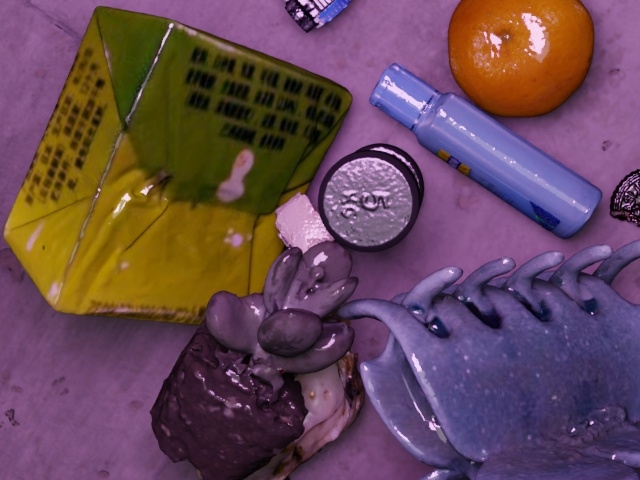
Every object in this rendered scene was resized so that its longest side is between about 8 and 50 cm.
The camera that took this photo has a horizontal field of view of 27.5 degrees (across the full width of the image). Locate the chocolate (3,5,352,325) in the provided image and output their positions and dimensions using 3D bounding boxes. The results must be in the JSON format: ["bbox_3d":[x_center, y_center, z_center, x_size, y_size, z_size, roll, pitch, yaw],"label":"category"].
[{"bbox_3d":[-0.145,-0.070,1.318,0.137,0.300,0.289,30,100,35],"label":"chocolate"}]

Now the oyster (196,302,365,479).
[{"bbox_3d":[-0.050,0.163,1.440,0.166,0.094,0.294,45,117,-3],"label":"oyster"}]

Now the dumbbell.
[{"bbox_3d":[0.056,-0.047,1.343,0.100,0.191,0.100,1,97,6],"label":"dumbbell"}]

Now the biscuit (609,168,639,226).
[{"bbox_3d":[0.354,-0.037,1.391,0.089,0.027,0.087,-26,92,8],"label":"biscuit"}]

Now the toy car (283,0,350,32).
[{"bbox_3d":[-0.036,-0.304,1.384,0.080,0.070,0.171,-41,92,10],"label":"toy car"}]

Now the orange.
[{"bbox_3d":[0.208,-0.202,1.344,0.154,0.134,0.155,2,93,30],"label":"orange"}]

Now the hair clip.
[{"bbox_3d":[0.199,0.143,1.282,0.318,0.392,0.239,-8,80,-27],"label":"hair clip"}]

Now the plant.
[{"bbox_3d":[-0.060,0.112,1.285,0.149,0.146,0.275,24,127,-15],"label":"plant"}]

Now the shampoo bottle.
[{"bbox_3d":[0.169,-0.096,1.370,0.258,0.104,0.061,34,82,3],"label":"shampoo bottle"}]

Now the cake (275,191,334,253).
[{"bbox_3d":[0.000,0.000,1.388,0.052,0.121,0.065,-44,65,5],"label":"cake"}]
